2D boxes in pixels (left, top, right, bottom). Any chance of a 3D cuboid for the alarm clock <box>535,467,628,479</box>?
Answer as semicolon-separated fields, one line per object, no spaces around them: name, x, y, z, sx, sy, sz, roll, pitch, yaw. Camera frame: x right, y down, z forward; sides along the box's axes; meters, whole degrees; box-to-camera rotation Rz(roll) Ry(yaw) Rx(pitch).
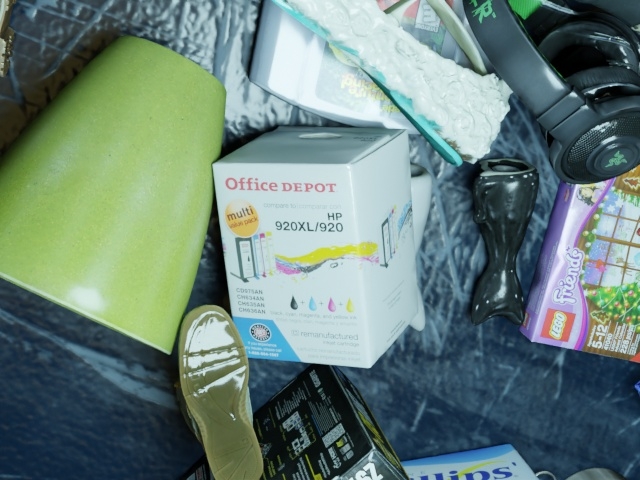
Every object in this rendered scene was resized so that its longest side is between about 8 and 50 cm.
alarm clock;0.358;0.366;1.528;0.192;0.064;0.129;32;95;-11

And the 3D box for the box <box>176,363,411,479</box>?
box;-0.043;0.281;1.306;0.257;0.322;0.079;-42;105;1

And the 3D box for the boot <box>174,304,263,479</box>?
boot;-0.128;0.161;1.303;0.077;0.165;0.213;-15;105;-13

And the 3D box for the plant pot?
plant pot;-0.226;-0.064;1.256;0.275;0.275;0.293;27;81;-14

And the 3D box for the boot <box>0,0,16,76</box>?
boot;-0.379;-0.266;1.264;0.085;0.059;0.157;13;109;-5

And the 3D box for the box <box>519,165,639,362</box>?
box;0.390;0.004;1.454;0.201;0.057;0.293;12;100;-11

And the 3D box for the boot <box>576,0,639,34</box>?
boot;0.346;-0.352;1.256;0.179;0.085;0.236;24;88;-24

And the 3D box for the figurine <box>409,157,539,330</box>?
figurine;0.158;0.013;1.407;0.215;0.092;0.209;-3;107;-8

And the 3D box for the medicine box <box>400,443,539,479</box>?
medicine box;0.154;0.386;1.377;0.264;0.289;0.149;-8;105;-8

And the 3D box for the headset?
headset;0.329;-0.175;1.275;0.394;0.243;0.185;39;122;-23

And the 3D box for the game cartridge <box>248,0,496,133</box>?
game cartridge;0.070;-0.230;1.356;0.294;0.060;0.196;9;104;-11

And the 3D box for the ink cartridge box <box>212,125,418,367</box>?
ink cartridge box;0.000;0.000;1.292;0.171;0.168;0.232;2;110;24

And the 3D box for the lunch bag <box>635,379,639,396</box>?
lunch bag;0.560;0.201;1.474;0.293;0.138;0.221;-34;126;8

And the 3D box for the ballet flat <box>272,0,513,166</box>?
ballet flat;0.058;-0.245;1.257;0.409;0.147;0.147;38;94;-23
